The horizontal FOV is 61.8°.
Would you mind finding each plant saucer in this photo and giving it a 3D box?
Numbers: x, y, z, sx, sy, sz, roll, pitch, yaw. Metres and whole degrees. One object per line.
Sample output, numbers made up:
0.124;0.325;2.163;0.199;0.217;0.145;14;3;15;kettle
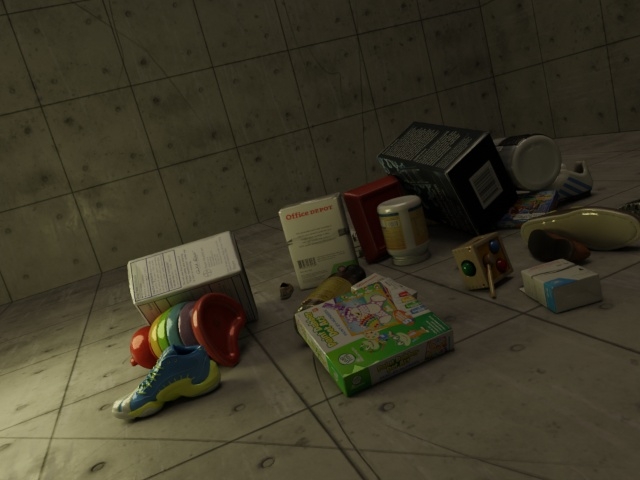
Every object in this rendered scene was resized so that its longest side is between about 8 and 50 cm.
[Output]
0.224;-0.082;1.861;0.259;0.259;0.047;-24;6;-36;plant saucer

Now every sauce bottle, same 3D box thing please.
0.041;0.151;1.397;0.111;0.112;0.344;-10;11;24;sauce bottle

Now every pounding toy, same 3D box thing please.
0.408;0.062;1.324;0.141;0.130;0.100;-23;2;-35;pounding toy

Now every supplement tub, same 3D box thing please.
0.684;-0.274;1.905;0.193;0.194;0.316;-17;9;-8;supplement tub
0.271;-0.033;1.724;0.144;0.200;0.144;-14;12;3;supplement tub

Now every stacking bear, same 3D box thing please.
-0.356;0.245;1.344;0.288;0.164;0.176;-22;42;26;stacking bear

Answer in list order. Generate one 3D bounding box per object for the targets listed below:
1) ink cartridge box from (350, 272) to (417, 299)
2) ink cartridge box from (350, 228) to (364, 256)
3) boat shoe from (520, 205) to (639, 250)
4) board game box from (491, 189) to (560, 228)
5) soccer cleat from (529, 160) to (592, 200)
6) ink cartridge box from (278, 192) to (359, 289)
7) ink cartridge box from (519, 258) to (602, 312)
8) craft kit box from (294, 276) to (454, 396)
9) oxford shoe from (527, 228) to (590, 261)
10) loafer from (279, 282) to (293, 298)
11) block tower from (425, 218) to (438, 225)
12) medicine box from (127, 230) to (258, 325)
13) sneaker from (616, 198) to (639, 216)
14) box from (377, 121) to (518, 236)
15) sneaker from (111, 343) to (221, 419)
0.154;0.141;1.311;0.135;0.056;0.099;23;35;38;ink cartridge box
0.140;0.005;2.001;0.203;0.086;0.148;-16;11;2;ink cartridge box
0.697;-0.038;1.423;0.096;0.117;0.324;-26;10;-31;boat shoe
0.676;-0.101;1.784;0.201;0.035;0.136;-1;46;49;board game box
0.815;-0.191;1.901;0.331;0.143;0.116;-19;12;-16;soccer cleat
0.000;0.000;1.739;0.198;0.273;0.115;-13;12;10;ink cartridge box
0.514;0.091;1.171;0.104;0.060;0.180;-16;12;-2;ink cartridge box
0.104;0.188;1.117;0.246;0.061;0.250;-22;29;-17;craft kit box
0.617;0.020;1.398;0.075;0.076;0.212;8;10;-12;oxford shoe
-0.114;0.154;1.744;0.045;0.039;0.125;-16;12;2;loafer
0.549;-0.133;2.098;0.335;0.097;0.091;-12;11;20;block tower
-0.344;0.142;1.485;0.289;0.264;0.149;-17;54;-8;medicine box
0.920;-0.082;1.356;0.146;0.102;0.293;-21;13;-29;sneaker
0.438;-0.226;1.881;0.212;0.294;0.395;-43;30;-10;box
-0.345;0.295;1.167;0.239;0.126;0.091;-18;12;-13;sneaker
